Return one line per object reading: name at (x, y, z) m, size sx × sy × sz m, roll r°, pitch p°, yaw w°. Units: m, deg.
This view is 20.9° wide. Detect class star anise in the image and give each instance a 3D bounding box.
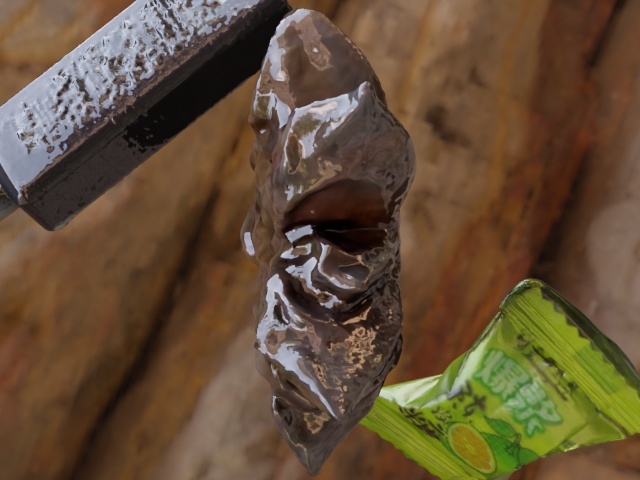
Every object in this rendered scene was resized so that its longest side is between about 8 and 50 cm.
star anise at (0.001, 0.001, 1.162) m, size 0.315 × 0.108 × 0.315 m, roll -177°, pitch 90°, yaw -86°

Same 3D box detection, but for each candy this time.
candy at (0.137, 0.135, 1.352) m, size 0.246 × 0.149 × 0.069 m, roll -38°, pitch 12°, yaw 51°

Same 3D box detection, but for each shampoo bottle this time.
shampoo bottle at (-0.159, -0.093, 1.248) m, size 0.309 × 0.071 × 0.098 m, roll -37°, pitch 53°, yaw 2°
